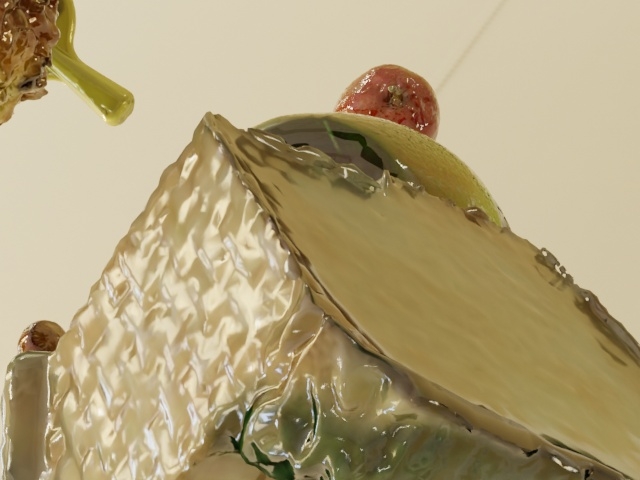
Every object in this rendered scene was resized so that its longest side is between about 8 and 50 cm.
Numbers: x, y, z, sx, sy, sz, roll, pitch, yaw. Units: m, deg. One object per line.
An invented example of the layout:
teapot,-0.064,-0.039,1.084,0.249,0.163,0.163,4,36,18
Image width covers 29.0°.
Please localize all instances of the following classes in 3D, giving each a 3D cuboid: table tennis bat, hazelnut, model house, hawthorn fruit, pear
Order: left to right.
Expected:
table tennis bat,-0.448,-0.308,1.937,0.224,0.369,0.054,-51,180,2
hazelnut,-0.395,0.154,1.748,0.086,0.086,0.086,-11,-139,9
pear,-0.003,-0.005,1.301,0.399,0.165,0.398,-6,-123,10
model house,0.017,0.192,0.932,0.400,0.445,0.395,-51,-136,19
hawthorn fruit,0.120,-0.217,2.205,0.205,0.253,0.205,2,-102,-8

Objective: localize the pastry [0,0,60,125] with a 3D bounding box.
pastry,-0.483,-0.303,1.360,0.405,0.292,0.337,11,-131,-26
